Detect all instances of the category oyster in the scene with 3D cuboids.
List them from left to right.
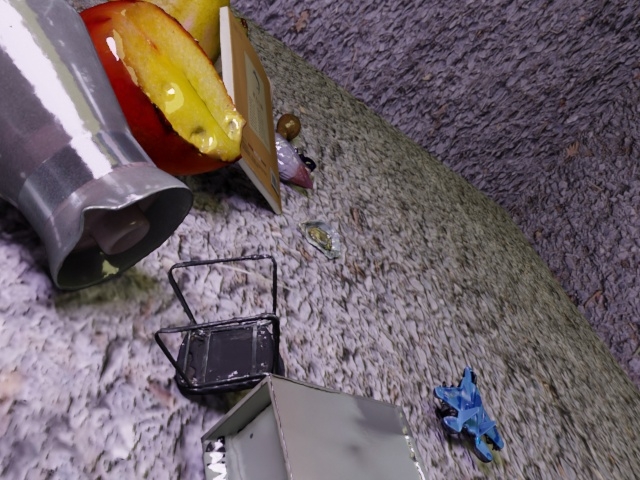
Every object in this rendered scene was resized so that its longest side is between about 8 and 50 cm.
[{"bbox_3d":[0.000,0.000,1.364,0.098,0.037,0.100,-10,73,-40],"label":"oyster"}]

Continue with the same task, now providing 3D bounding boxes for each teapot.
[{"bbox_3d":[-0.345,-0.123,0.785,0.344,0.253,0.300,52,-9,9],"label":"teapot"}]

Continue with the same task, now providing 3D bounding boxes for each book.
[{"bbox_3d":[-0.149,-0.281,1.314,0.269,0.032,0.389,57,22,-60],"label":"book"}]

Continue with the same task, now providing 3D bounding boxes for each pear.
[{"bbox_3d":[-0.344,-0.520,1.374,0.284,0.337,0.285,17,35,-12],"label":"pear"}]

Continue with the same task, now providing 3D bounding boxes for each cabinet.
[{"bbox_3d":[-0.006,0.266,0.664,0.206,0.150,0.145,24,32,-36],"label":"cabinet"}]

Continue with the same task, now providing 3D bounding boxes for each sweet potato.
[{"bbox_3d":[-0.098,-0.331,1.773,0.074,0.075,0.269,37,25,-10],"label":"sweet potato"}]

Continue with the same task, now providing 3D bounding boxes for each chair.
[{"bbox_3d":[-0.114,0.151,0.784,0.145,0.221,0.140,-7,32,-1],"label":"chair"}]

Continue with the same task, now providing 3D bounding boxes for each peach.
[{"bbox_3d":[-0.279,-0.243,1.025,0.338,0.281,0.281,22,24,-6],"label":"peach"}]

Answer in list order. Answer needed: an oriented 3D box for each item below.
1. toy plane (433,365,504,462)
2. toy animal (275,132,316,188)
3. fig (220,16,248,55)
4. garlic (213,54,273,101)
[{"bbox_3d":[0.281,0.312,1.160,0.169,0.078,0.246,39,15,-4],"label":"toy plane"},{"bbox_3d":[-0.122,-0.226,1.506,0.324,0.090,0.195,32,15,-45],"label":"toy animal"},{"bbox_3d":[-0.304,-0.581,1.717,0.203,0.225,0.203,44,33,-39],"label":"fig"},{"bbox_3d":[-0.222,-0.415,1.622,0.227,0.152,0.228,39,21,-19],"label":"garlic"}]
